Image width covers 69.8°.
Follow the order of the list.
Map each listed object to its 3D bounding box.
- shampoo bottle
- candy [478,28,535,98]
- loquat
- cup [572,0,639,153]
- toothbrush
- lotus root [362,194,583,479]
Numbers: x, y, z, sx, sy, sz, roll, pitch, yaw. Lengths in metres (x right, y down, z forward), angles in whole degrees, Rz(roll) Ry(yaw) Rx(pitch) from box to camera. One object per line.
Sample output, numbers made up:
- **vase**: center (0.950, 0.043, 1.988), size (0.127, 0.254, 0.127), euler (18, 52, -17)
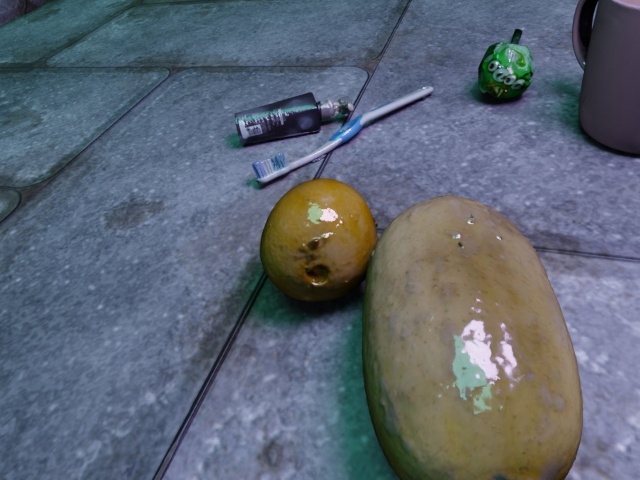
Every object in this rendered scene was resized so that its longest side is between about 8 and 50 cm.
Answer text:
- **shampoo bottle**: center (-0.045, -0.219, 0.813), size (0.207, 0.057, 0.064), euler (-14, 43, -1)
- **candy**: center (0.362, -0.355, 0.864), size (0.097, 0.097, 0.323), euler (11, 40, 22)
- **loquat**: center (0.000, 0.000, 0.520), size (0.141, 0.141, 0.141), euler (-6, 44, 6)
- **cup**: center (0.452, -0.259, 0.642), size (0.191, 0.200, 0.253), euler (-21, 45, -9)
- **toothbrush**: center (0.054, -0.187, 0.783), size (0.386, 0.040, 0.040), euler (-29, 46, -22)
- **lotus root**: center (0.118, 0.094, 0.385), size (0.169, 0.152, 0.343), euler (-3, 41, 10)
